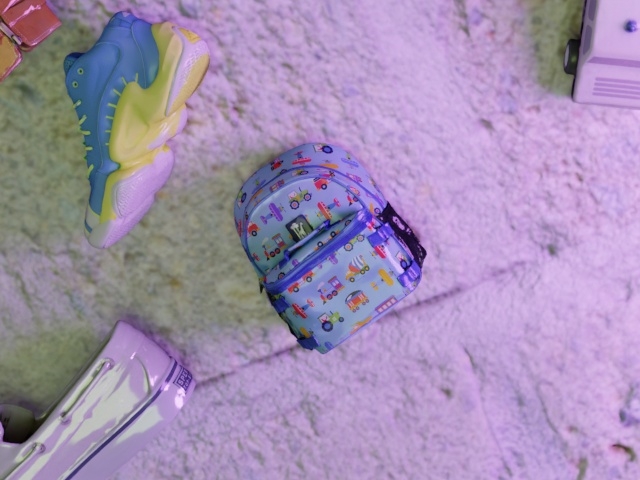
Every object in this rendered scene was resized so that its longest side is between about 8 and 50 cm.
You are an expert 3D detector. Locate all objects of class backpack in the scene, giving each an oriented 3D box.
[{"bbox_3d":[0.000,0.000,1.774,0.158,0.117,0.173,-32,102,12],"label":"backpack"}]

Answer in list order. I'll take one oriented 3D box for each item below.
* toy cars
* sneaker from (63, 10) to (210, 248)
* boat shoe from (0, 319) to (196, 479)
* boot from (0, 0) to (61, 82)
[{"bbox_3d":[0.361,-0.272,1.676,0.394,0.087,0.176,-42,102,15],"label":"toy cars"},{"bbox_3d":[-0.200,-0.115,1.770,0.126,0.091,0.240,31,109,11],"label":"sneaker"},{"bbox_3d":[-0.309,0.214,1.852,0.367,0.136,0.156,-41,103,12],"label":"boat shoe"},{"bbox_3d":[-0.298,-0.254,1.702,0.152,0.073,0.197,41,90,-6],"label":"boot"}]
